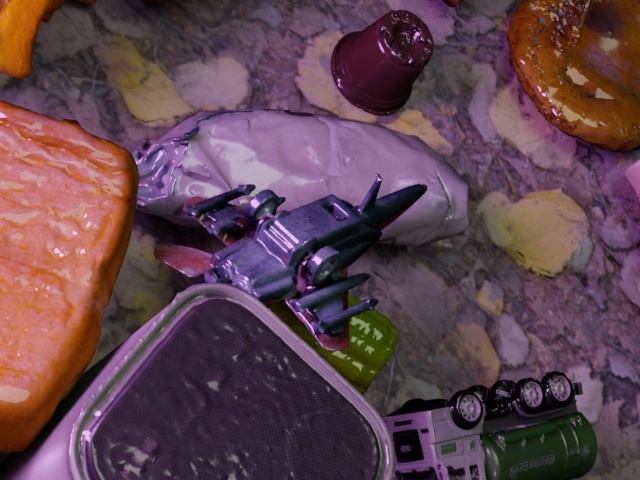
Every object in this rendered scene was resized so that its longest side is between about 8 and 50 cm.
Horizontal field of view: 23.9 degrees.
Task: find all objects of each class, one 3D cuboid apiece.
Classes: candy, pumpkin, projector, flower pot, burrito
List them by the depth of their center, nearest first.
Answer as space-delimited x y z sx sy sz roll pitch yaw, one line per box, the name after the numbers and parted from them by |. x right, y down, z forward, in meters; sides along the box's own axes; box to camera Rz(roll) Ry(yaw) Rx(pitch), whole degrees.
-0.122 0.216 1.320 0.248 0.249 0.248 44 53 -7 | projector
-0.274 -0.232 1.447 0.095 0.290 0.258 48 67 -14 | pumpkin
-0.022 0.079 1.544 0.209 0.097 0.096 31 56 -8 | candy
-0.038 -0.069 1.594 0.446 0.101 0.139 4 69 -30 | burrito
0.080 -0.211 1.737 0.111 0.089 0.111 13 62 -26 | flower pot

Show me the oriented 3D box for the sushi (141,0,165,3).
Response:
-0.133 -0.366 1.646 0.296 0.167 0.179 -28 108 -31 | sushi

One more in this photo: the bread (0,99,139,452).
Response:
-0.346 0.020 1.313 0.337 0.148 0.328 17 56 -10 | bread

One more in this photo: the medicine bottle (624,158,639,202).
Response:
0.466 0.002 1.859 0.114 0.114 0.252 -28 85 -37 | medicine bottle

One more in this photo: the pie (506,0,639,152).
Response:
0.350 -0.227 1.921 0.273 0.069 0.273 14 60 -27 | pie

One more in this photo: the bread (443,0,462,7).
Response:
0.078 -0.486 1.849 0.416 0.113 0.165 46 51 -4 | bread

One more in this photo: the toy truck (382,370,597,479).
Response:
0.185 0.212 1.605 0.243 0.101 0.125 -5 83 -36 | toy truck

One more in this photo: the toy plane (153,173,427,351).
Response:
0.001 -0.005 1.487 0.326 0.104 0.223 -32 63 -33 | toy plane
